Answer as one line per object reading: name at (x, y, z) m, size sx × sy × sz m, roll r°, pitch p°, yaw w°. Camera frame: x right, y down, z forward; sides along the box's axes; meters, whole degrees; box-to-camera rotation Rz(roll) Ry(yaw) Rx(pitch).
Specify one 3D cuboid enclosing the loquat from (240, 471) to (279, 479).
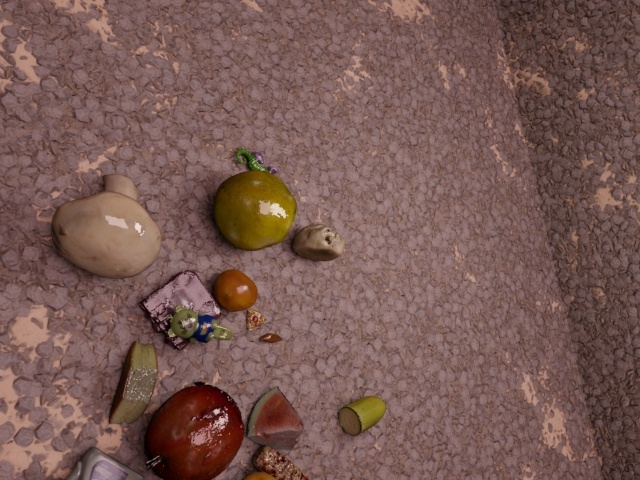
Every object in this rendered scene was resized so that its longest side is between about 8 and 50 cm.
loquat at (-0.195, 0.850, 1.726) m, size 0.208 × 0.208 × 0.207 m, roll 8°, pitch 74°, yaw -31°

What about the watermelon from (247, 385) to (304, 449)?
watermelon at (-0.128, 0.616, 1.866) m, size 0.136 × 0.202 × 0.207 m, roll 45°, pitch 51°, yaw -63°

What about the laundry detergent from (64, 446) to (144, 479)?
laundry detergent at (-0.654, 0.752, 1.516) m, size 0.215 × 0.105 × 0.280 m, roll 43°, pitch 61°, yaw -20°

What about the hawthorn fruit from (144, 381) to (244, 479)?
hawthorn fruit at (-0.381, 0.589, 1.629) m, size 0.316 × 0.316 × 0.315 m, roll 8°, pitch 74°, yaw -31°

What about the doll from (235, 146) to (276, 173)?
doll at (-0.247, -0.279, 2.056) m, size 0.190 × 0.050 × 0.115 m, roll 47°, pitch 52°, yaw -13°

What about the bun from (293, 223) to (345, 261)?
bun at (0.000, 0.000, 2.060) m, size 0.179 × 0.193 × 0.127 m, roll 22°, pitch 68°, yaw -31°

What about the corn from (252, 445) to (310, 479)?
corn at (-0.123, 0.798, 1.857) m, size 0.253 × 0.086 × 0.086 m, roll 44°, pitch 59°, yaw -17°

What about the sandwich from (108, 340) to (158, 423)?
sandwich at (-0.566, 0.438, 1.657) m, size 0.094 × 0.096 × 0.257 m, roll 21°, pitch 71°, yaw -33°

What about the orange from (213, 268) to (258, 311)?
orange at (-0.294, 0.177, 1.856) m, size 0.136 × 0.159 × 0.159 m, roll -46°, pitch 106°, yaw -6°

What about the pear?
pear at (-0.234, -0.107, 1.895) m, size 0.294 × 0.294 × 0.294 m, roll 8°, pitch 74°, yaw -31°

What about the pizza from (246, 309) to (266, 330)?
pizza at (-0.235, 0.291, 1.941) m, size 0.083 × 0.025 × 0.078 m, roll 32°, pitch 61°, yaw -23°

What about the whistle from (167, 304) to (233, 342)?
whistle at (-0.384, 0.279, 1.728) m, size 0.228 × 0.085 × 0.105 m, roll 22°, pitch 79°, yaw -29°

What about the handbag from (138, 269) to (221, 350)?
handbag at (-0.461, 0.227, 1.784) m, size 0.216 × 0.074 × 0.203 m, roll -41°, pitch 102°, yaw -31°

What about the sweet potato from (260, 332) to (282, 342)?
sweet potato at (-0.177, 0.354, 1.960) m, size 0.095 × 0.034 × 0.034 m, roll 11°, pitch 73°, yaw -41°

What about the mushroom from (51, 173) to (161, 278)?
mushroom at (-0.631, -0.064, 1.646) m, size 0.315 × 0.314 × 0.336 m, roll 22°, pitch 47°, yaw -27°

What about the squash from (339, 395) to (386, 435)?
squash at (0.174, 0.656, 2.066) m, size 0.187 × 0.123 × 0.123 m, roll -17°, pitch 88°, yaw -38°
